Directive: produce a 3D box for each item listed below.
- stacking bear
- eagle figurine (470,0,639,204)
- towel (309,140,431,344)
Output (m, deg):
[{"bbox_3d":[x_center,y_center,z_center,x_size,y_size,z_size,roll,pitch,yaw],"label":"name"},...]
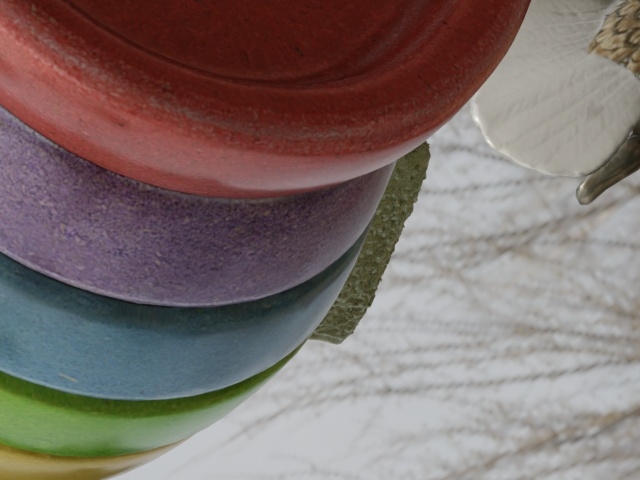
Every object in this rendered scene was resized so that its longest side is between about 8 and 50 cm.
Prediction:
[{"bbox_3d":[-0.079,-0.004,0.485,0.175,0.289,0.164,13,-129,-20],"label":"stacking bear"},{"bbox_3d":[0.227,-0.138,0.794,0.226,0.298,0.225,28,-127,1],"label":"eagle figurine"},{"bbox_3d":[0.000,0.000,0.997,0.110,0.148,0.027,2,-146,-34],"label":"towel"}]
